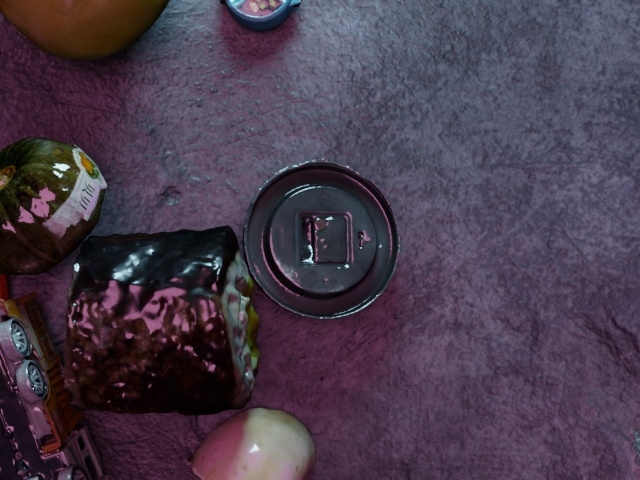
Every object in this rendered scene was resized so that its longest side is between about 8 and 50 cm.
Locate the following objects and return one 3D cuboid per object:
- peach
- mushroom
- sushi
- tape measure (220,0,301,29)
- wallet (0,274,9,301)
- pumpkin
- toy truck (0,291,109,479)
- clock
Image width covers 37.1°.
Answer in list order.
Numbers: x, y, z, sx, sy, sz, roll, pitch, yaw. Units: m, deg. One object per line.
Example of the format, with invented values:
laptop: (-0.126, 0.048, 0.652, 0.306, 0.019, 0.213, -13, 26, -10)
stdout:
peach: (-0.388, -0.458, 1.593, 0.281, 0.314, 0.315, 43, 89, -14)
mushroom: (-0.086, 0.387, 1.612, 0.236, 0.162, 0.173, 38, 89, 0)
sushi: (-0.256, 0.128, 1.565, 0.294, 0.281, 0.299, -1, 94, 5)
tape measure: (-0.107, -0.443, 1.697, 0.146, 0.081, 0.125, -27, 85, -2)
wallet: (-0.628, 0.024, 1.681, 0.142, 0.045, 0.204, -6, 88, -4)
pumpkin: (-0.477, -0.048, 1.602, 0.260, 0.260, 0.189, -37, 125, -3)
toy truck: (-0.495, 0.286, 1.589, 0.173, 0.207, 0.387, -19, 95, 7)
clock: (0.000, 0.000, 1.661, 0.281, 0.055, 0.280, 2, 81, -12)
